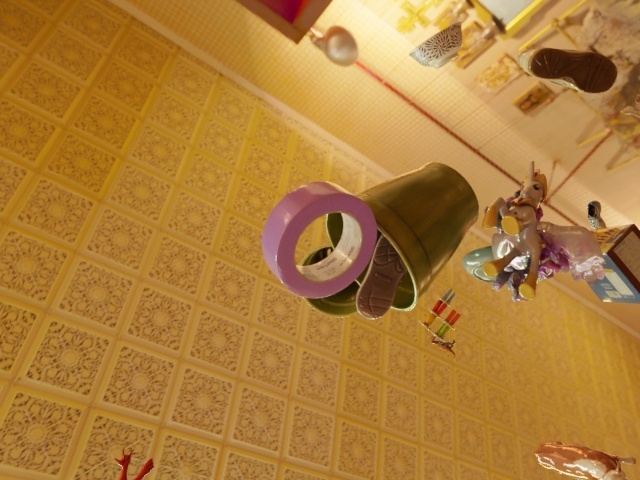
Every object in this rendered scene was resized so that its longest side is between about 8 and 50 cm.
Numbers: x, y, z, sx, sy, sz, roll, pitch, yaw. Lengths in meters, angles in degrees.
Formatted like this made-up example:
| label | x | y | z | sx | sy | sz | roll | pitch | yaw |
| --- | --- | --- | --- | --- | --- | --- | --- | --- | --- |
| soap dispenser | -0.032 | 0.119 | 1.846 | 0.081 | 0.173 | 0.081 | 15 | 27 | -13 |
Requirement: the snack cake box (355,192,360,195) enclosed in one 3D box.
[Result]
| label | x | y | z | sx | sy | sz | roll | pitch | yaw |
| --- | --- | --- | --- | --- | --- | --- | --- | --- | --- |
| snack cake box | 0.203 | -0.086 | 1.929 | 0.089 | 0.264 | 0.152 | 14 | -84 | -24 |

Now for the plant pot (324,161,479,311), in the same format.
| label | x | y | z | sx | sy | sz | roll | pitch | yaw |
| --- | --- | --- | --- | --- | --- | --- | --- | --- | --- |
| plant pot | 0.264 | -0.046 | 1.507 | 0.353 | 0.366 | 0.366 | -38 | -89 | -21 |

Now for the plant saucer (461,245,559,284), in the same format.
| label | x | y | z | sx | sy | sz | roll | pitch | yaw |
| --- | --- | --- | --- | --- | --- | --- | --- | --- | --- |
| plant saucer | 0.638 | 0.090 | 1.725 | 0.317 | 0.317 | 0.043 | 21 | -116 | -29 |

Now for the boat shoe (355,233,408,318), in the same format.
| label | x | y | z | sx | sy | sz | roll | pitch | yaw |
| --- | --- | --- | --- | --- | --- | --- | --- | --- | --- |
| boat shoe | 0.195 | 0.063 | 1.435 | 0.123 | 0.324 | 0.116 | 31 | -175 | 5 |

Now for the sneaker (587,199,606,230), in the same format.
| label | x | y | z | sx | sy | sz | roll | pitch | yaw |
| --- | --- | --- | --- | --- | --- | --- | --- | --- | --- |
| sneaker | 0.976 | -0.076 | 1.830 | 0.058 | 0.052 | 0.135 | -3 | -101 | -45 |

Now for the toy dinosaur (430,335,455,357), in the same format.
| label | x | y | z | sx | sy | sz | roll | pitch | yaw |
| --- | --- | --- | --- | --- | --- | --- | --- | --- | --- |
| toy dinosaur | 0.405 | 0.342 | 1.699 | 0.082 | 0.047 | 0.090 | -1 | -120 | -12 |

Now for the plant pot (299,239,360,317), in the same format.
| label | x | y | z | sx | sy | sz | roll | pitch | yaw |
| --- | --- | --- | --- | --- | --- | --- | --- | --- | --- |
| plant pot | 0.079 | 0.096 | 1.850 | 0.276 | 0.276 | 0.254 | 47 | -157 | -7 |

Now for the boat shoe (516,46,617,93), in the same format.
| label | x | y | z | sx | sy | sz | roll | pitch | yaw |
| --- | --- | --- | --- | --- | --- | --- | --- | --- | --- |
| boat shoe | 0.705 | -0.494 | 1.467 | 0.302 | 0.109 | 0.098 | 5 | -154 | -16 |

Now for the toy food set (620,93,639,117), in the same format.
| label | x | y | z | sx | sy | sz | roll | pitch | yaw |
| --- | --- | --- | --- | --- | --- | --- | --- | --- | --- |
| toy food set | 0.925 | -0.409 | 1.386 | 0.038 | 0.192 | 0.132 | 47 | -166 | -22 |

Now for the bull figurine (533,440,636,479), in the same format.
| label | x | y | z | sx | sy | sz | roll | pitch | yaw |
| --- | --- | --- | --- | --- | --- | --- | --- | --- | --- |
| bull figurine | 0.780 | 0.649 | 1.481 | 0.188 | 0.310 | 0.101 | 15 | -99 | -29 |

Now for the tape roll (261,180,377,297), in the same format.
| label | x | y | z | sx | sy | sz | roll | pitch | yaw |
| --- | --- | --- | --- | --- | --- | --- | --- | --- | --- |
| tape roll | 0.000 | 0.000 | 1.244 | 0.275 | 0.275 | 0.090 | 9 | -160 | -36 |

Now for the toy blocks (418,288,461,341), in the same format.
| label | x | y | z | sx | sy | sz | roll | pitch | yaw |
| --- | --- | --- | --- | --- | --- | --- | --- | --- | --- |
| toy blocks | 0.393 | 0.230 | 1.614 | 0.054 | 0.148 | 0.123 | 36 | -178 | -31 |

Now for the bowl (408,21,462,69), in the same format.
| label | x | y | z | sx | sy | sz | roll | pitch | yaw |
| --- | --- | --- | --- | --- | --- | --- | --- | --- | --- |
| bowl | 0.353 | -0.556 | 1.503 | 0.170 | 0.170 | 0.080 | -37 | -81 | -46 |

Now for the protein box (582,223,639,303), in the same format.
| label | x | y | z | sx | sy | sz | roll | pitch | yaw |
| --- | --- | --- | --- | --- | --- | --- | --- | --- | --- |
| protein box | 0.919 | 0.075 | 1.590 | 0.136 | 0.200 | 0.201 | -41 | -87 | -10 |

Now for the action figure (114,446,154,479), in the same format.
| label | x | y | z | sx | sy | sz | roll | pitch | yaw |
| --- | --- | --- | --- | --- | --- | --- | --- | --- | --- |
| action figure | -0.283 | 0.440 | 0.909 | 0.280 | 0.091 | 0.139 | 9 | -122 | -8 |

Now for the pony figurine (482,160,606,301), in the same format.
| label | x | y | z | sx | sy | sz | roll | pitch | yaw |
| --- | --- | --- | --- | --- | --- | --- | --- | --- | --- |
| pony figurine | 0.559 | 0.002 | 1.367 | 0.363 | 0.303 | 0.351 | -39 | -65 | -44 |
